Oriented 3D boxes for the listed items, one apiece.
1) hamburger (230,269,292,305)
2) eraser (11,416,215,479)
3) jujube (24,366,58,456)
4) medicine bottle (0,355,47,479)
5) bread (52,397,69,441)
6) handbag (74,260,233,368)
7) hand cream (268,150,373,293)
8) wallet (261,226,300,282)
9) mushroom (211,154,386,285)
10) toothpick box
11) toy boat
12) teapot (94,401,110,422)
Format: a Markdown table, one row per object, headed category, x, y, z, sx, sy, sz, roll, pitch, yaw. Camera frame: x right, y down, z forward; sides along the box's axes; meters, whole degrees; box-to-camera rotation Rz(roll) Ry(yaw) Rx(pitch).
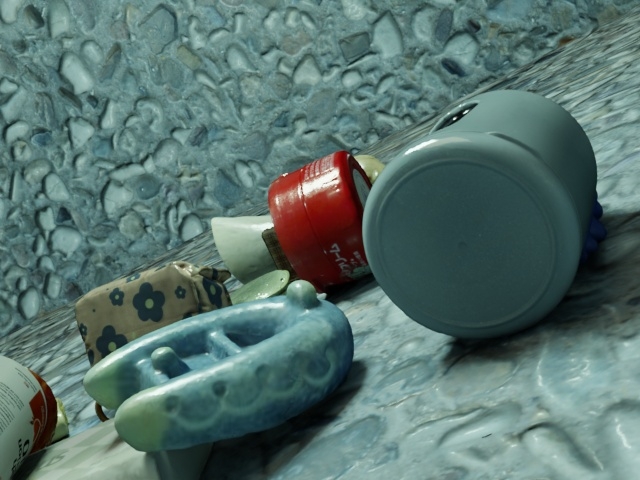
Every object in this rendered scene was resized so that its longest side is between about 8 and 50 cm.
| category | x | y | z | sx | sy | sz | roll | pitch | yaw |
| --- | --- | --- | --- | --- | --- | --- | --- | --- | --- |
| hamburger | -0.111 | 0.110 | 1.512 | 0.140 | 0.062 | 0.133 | -21 | 16 | 24 |
| eraser | -0.327 | 0.320 | 0.995 | 0.396 | 0.082 | 0.213 | -26 | 10 | 13 |
| jujube | -0.524 | 0.317 | 1.223 | 0.197 | 0.197 | 0.290 | -14 | 33 | 52 |
| medicine bottle | -0.436 | 0.251 | 0.950 | 0.157 | 0.157 | 0.289 | -27 | 12 | 5 |
| bread | -0.528 | 0.342 | 1.420 | 0.178 | 0.060 | 0.139 | -23 | 9 | -17 |
| handbag | -0.256 | 0.141 | 1.392 | 0.251 | 0.190 | 0.193 | -19 | -3 | 21 |
| hand cream | 0.024 | -0.033 | 1.412 | 0.149 | 0.230 | 0.230 | -25 | 11 | 14 |
| wallet | 0.000 | 0.000 | 1.580 | 0.230 | 0.124 | 0.042 | -22 | 4 | 28 |
| mushroom | -0.021 | -0.035 | 1.687 | 0.397 | 0.177 | 0.126 | -23 | 18 | 14 |
| toothpick box | 0.226 | -0.050 | 1.008 | 0.263 | 0.263 | 0.354 | -22 | 11 | 29 |
| toy boat | -0.108 | 0.131 | 0.975 | 0.330 | 0.123 | 0.215 | -12 | 16 | -26 |
| teapot | -0.262 | 0.221 | 1.238 | 0.173 | 0.116 | 0.116 | -29 | 11 | -2 |
